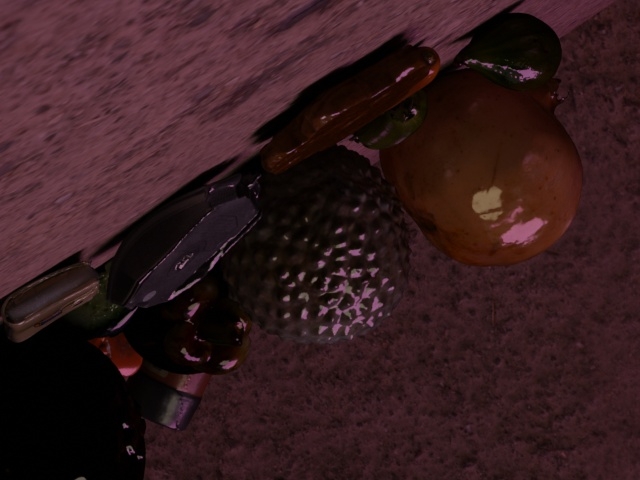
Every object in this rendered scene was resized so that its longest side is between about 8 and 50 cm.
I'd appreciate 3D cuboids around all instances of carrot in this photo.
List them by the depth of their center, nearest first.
[{"bbox_3d":[0.081,-0.179,1.540,0.043,0.043,0.248,-33,-179,-25],"label":"carrot"}]

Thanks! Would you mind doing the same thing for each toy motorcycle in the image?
[{"bbox_3d":[-0.355,0.165,1.848,0.221,0.147,0.326,-12,178,3],"label":"toy motorcycle"}]

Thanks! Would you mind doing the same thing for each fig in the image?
[{"bbox_3d":[0.245,-0.256,1.718,0.177,0.117,0.117,-1,155,-45],"label":"fig"}]

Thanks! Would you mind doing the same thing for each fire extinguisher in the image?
[{"bbox_3d":[-0.184,0.082,1.905,0.200,0.113,0.376,28,-88,53],"label":"fire extinguisher"}]

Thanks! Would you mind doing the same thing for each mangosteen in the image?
[{"bbox_3d":[-0.368,0.251,1.547,0.314,0.296,0.297,3,168,-15],"label":"mangosteen"},{"bbox_3d":[-0.166,0.096,1.681,0.194,0.194,0.230,-33,-143,-7],"label":"mangosteen"}]

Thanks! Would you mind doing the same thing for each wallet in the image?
[{"bbox_3d":[-0.290,0.063,1.360,0.110,0.039,0.155,-30,178,-17],"label":"wallet"}]

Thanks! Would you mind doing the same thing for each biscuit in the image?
[{"bbox_3d":[0.021,-0.140,1.348,0.208,0.041,0.290,-34,178,7],"label":"biscuit"}]

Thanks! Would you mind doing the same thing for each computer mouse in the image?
[{"bbox_3d":[-0.157,-0.008,1.408,0.231,0.071,0.126,-45,161,22],"label":"computer mouse"}]

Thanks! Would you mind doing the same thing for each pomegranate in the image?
[{"bbox_3d":[0.273,-0.132,2.052,0.338,0.338,0.338,-33,179,-1],"label":"pomegranate"}]

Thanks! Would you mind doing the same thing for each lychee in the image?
[{"bbox_3d":[0.000,0.000,1.578,0.255,0.255,0.274,-33,159,-30],"label":"lychee"}]

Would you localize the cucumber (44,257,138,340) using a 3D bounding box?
[{"bbox_3d":[-0.293,0.089,1.630,0.115,0.085,0.193,-35,-173,-29],"label":"cucumber"}]

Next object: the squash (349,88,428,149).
[{"bbox_3d":[0.101,-0.169,1.735,0.080,0.071,0.318,-53,-175,-7],"label":"squash"}]
